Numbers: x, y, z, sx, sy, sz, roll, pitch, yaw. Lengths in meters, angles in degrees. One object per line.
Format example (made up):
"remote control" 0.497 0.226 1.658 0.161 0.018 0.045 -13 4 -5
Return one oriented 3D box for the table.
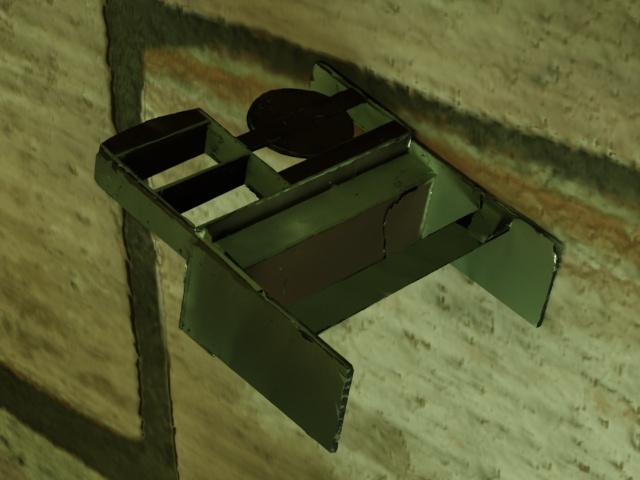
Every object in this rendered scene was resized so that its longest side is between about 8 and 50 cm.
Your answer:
"table" 0.000 0.000 0.820 0.175 0.146 0.062 38 135 29
